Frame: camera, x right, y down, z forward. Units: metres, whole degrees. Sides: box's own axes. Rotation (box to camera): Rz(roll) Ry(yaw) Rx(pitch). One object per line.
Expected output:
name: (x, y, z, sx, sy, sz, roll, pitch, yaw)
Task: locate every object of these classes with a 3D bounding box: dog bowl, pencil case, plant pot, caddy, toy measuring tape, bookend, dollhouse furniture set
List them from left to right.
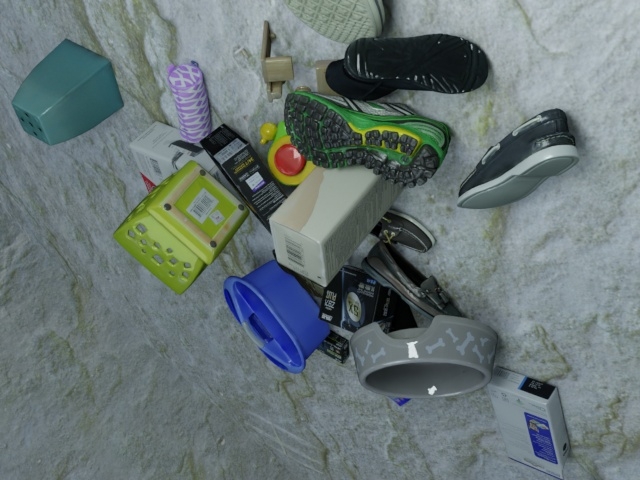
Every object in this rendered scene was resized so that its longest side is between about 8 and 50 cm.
plant pot: (-0.668, -0.371, 2.096, 0.165, 0.234, 0.166, 28, 148, 21)
plant pot: (-0.320, -0.043, 1.932, 0.227, 0.228, 0.207, 43, 140, -11)
pencil case: (-0.310, -0.321, 1.897, 0.088, 0.086, 0.206, 23, 147, 17)
caddy: (-0.140, 0.224, 2.314, 0.341, 0.179, 0.241, 53, 149, -2)
dollhouse furniture set: (-0.032, -0.345, 1.600, 0.151, 0.123, 0.144, -3, 141, 3)
toy measuring tape: (-0.008, -0.138, 1.758, 0.330, 0.121, 0.121, 38, 151, 4)
bookend: (0.157, 0.196, 2.076, 0.156, 0.072, 0.157, 14, 141, 40)
dog bowl: (0.242, 0.282, 1.884, 0.348, 0.102, 0.349, 1, 154, 0)

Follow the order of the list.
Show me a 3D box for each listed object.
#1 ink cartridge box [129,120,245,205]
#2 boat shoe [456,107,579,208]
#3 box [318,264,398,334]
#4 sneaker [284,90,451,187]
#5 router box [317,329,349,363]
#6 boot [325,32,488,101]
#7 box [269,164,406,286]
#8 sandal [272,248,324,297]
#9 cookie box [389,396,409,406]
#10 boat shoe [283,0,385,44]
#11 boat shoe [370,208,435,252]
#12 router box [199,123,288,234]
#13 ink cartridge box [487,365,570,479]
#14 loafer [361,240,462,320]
ink cartridge box: (-0.341, -0.172, 2.109, 0.273, 0.114, 0.197, 23, 146, 28)
boat shoe: (0.335, -0.132, 1.403, 0.114, 0.091, 0.302, 3, 163, -27)
box: (0.093, 0.148, 1.984, 0.077, 0.147, 0.180, 7, -173, -45)
sneaker: (0.082, -0.203, 1.520, 0.343, 0.146, 0.134, 23, 130, 21)
router box: (0.027, 0.308, 2.418, 0.122, 0.038, 0.092, 27, 149, 23)
boot: (0.141, -0.294, 1.393, 0.246, 0.094, 0.207, 2, -177, -8)
box: (0.045, -0.079, 1.582, 0.121, 0.311, 0.148, 26, 147, 24)
sandal: (-0.047, 0.075, 2.174, 0.219, 0.060, 0.090, 33, 148, 43)
cookie box: (0.227, 0.430, 2.349, 0.092, 0.040, 0.107, 39, 151, 3)
boat shoe: (-0.014, -0.498, 1.247, 0.186, 0.156, 0.500, 10, 155, 34)
boat shoe: (0.143, -0.030, 1.784, 0.227, 0.069, 0.081, 31, 150, 17)
router box: (-0.156, -0.131, 1.853, 0.243, 0.081, 0.309, 54, 176, -23)
ink cartridge box: (0.526, 0.460, 2.017, 0.165, 0.065, 0.333, 15, 141, 37)
loafer: (0.220, 0.100, 1.857, 0.267, 0.096, 0.084, 35, 110, 9)
